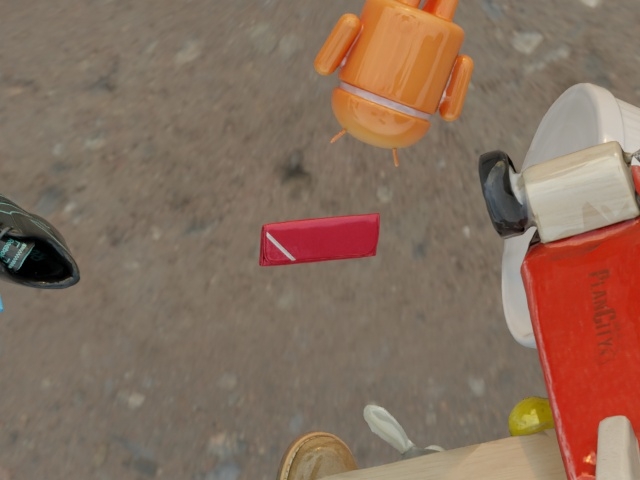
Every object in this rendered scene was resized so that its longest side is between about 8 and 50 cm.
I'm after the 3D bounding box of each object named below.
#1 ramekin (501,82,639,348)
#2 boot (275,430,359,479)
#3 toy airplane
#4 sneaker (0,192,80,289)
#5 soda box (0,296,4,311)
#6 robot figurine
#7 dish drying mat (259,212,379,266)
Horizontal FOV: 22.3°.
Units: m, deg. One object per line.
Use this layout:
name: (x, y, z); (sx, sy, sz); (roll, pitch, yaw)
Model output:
ramekin: (0.288, -0.013, 1.650); (0.127, 0.273, 0.273); (13, 102, -11)
boot: (0.031, 0.326, 1.510); (0.112, 0.115, 0.305); (-2, 79, -28)
toy airplane: (0.207, 0.132, 1.029); (0.384, 0.386, 0.272); (-43, 131, -21)
sneaker: (-0.374, -0.021, 1.796); (0.267, 0.106, 0.101); (29, 91, -35)
soda box: (-0.247, 0.009, 0.943); (0.067, 0.210, 0.071); (-16, 99, -23)
robot figurine: (0.087, -0.203, 1.901); (0.128, 0.158, 0.219); (26, 99, 36)
dish drying mat: (0.000, 0.000, 1.081); (0.083, 0.008, 0.032); (-5, 113, -21)
